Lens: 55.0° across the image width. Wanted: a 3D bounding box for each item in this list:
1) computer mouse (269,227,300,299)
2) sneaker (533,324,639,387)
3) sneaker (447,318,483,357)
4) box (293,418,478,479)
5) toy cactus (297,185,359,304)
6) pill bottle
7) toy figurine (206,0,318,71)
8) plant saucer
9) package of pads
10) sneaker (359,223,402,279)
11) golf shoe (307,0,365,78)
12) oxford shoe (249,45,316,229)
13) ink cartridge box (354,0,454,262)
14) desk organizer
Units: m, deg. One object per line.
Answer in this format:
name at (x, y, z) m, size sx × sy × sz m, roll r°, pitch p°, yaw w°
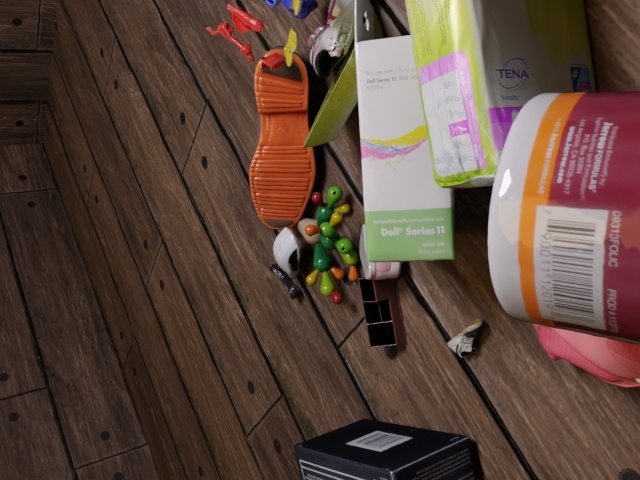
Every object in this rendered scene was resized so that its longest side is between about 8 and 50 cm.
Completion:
computer mouse at (-0.077, 0.044, 1.295) m, size 0.106 × 0.042 × 0.193 m, roll 56°, pitch 158°, yaw 30°
sneaker at (0.375, 0.107, 0.692) m, size 0.313 × 0.115 × 0.136 m, roll 10°, pitch 120°, yaw 57°
sneaker at (0.233, 0.152, 0.950) m, size 0.037 × 0.031 × 0.083 m, roll 50°, pitch 142°, yaw 16°
box at (0.124, 0.485, 1.050) m, size 0.296 × 0.182 × 0.294 m, roll -14°, pitch 86°, yaw 57°
toy cactus at (0.000, 0.000, 1.187) m, size 0.180 × 0.112 × 0.219 m, roll 31°, pitch 132°, yaw 59°
pill bottle at (0.360, -0.009, 0.493) m, size 0.392 × 0.224 × 0.224 m, roll 9°, pitch 106°, yaw 35°
toy figurine at (-0.046, -0.490, 1.005) m, size 0.191 × 0.217 × 0.363 m, roll 30°, pitch 139°, yaw 17°
plant saucer at (0.047, -0.260, 1.019) m, size 0.188 × 0.045 × 0.188 m, roll -57°, pitch 9°, yaw 45°
package of pads at (0.211, -0.215, 0.709) m, size 0.101 × 0.229 × 0.297 m, roll -8°, pitch 91°, yaw 55°
sneaker at (0.108, 0.021, 1.080) m, size 0.134 × 0.070 × 0.051 m, roll -97°, pitch 11°, yaw -53°
golf shoe at (0.037, -0.356, 1.048) m, size 0.186 × 0.067 × 0.086 m, roll 130°, pitch 137°, yaw -55°
oxford shoe at (-0.069, -0.200, 1.225) m, size 0.133 × 0.129 × 0.364 m, roll -90°, pitch 5°, yaw -65°
ink cartridge box at (0.123, -0.163, 0.852) m, size 0.119 × 0.207 × 0.354 m, roll -2°, pitch 100°, yaw 12°
desk organizer at (0.109, 0.124, 1.093) m, size 0.047 × 0.050 × 0.130 m, roll -10°, pitch 91°, yaw 55°
